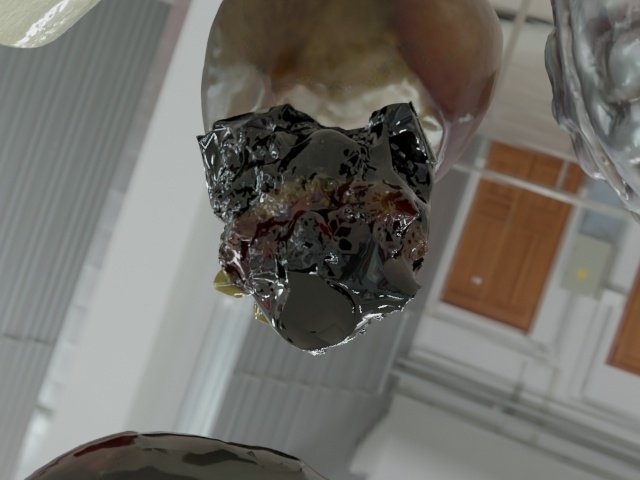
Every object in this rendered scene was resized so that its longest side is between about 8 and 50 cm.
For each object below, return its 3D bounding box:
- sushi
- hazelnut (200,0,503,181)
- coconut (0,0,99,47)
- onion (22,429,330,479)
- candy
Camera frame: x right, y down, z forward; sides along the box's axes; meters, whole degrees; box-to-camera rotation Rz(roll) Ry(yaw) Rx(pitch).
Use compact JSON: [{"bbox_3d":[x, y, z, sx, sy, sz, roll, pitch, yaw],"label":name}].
[{"bbox_3d":[0.000,0.000,1.064,0.172,0.150,0.153,-12,132,19],"label":"sushi"},{"bbox_3d":[0.035,-0.179,1.625,0.365,0.366,0.366,19,-179,0],"label":"hazelnut"},{"bbox_3d":[-0.263,-0.281,1.160,0.237,0.266,0.237,42,-158,-22],"label":"coconut"},{"bbox_3d":[-0.072,0.226,0.634,0.272,0.272,0.195,18,143,-24],"label":"onion"},{"bbox_3d":[0.226,-0.114,0.855,0.157,0.214,0.289,-19,179,-3],"label":"candy"}]
